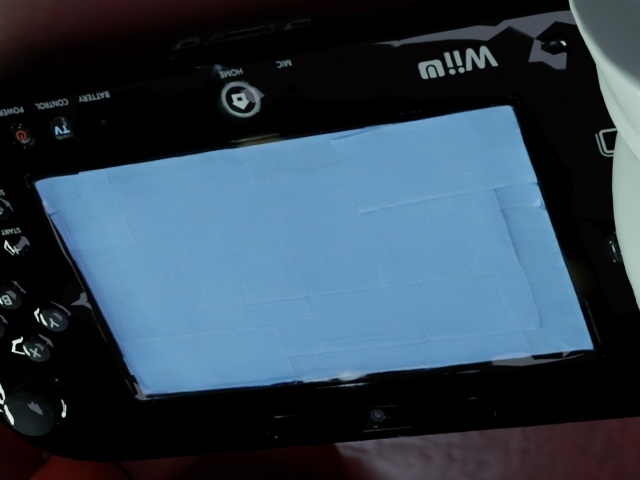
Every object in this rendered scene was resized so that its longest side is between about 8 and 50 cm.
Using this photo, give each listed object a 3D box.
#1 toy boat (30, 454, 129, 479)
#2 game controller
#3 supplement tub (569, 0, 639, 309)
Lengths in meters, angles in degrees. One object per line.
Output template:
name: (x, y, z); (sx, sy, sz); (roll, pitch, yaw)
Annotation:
toy boat: (-0.234, 0.166, 0.865); (0.318, 0.148, 0.267); (-6, 133, 23)
game controller: (0.000, 0.000, 0.680); (0.319, 0.067, 0.166); (-8, 132, 23)
supplement tub: (0.217, 0.018, 0.507); (0.235, 0.235, 0.325); (-13, 130, 28)
